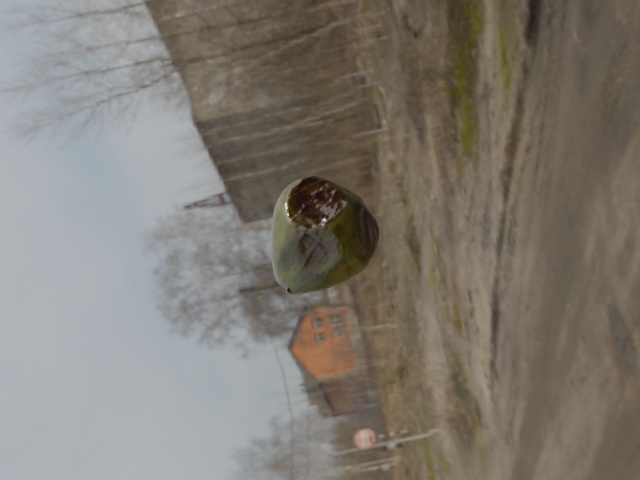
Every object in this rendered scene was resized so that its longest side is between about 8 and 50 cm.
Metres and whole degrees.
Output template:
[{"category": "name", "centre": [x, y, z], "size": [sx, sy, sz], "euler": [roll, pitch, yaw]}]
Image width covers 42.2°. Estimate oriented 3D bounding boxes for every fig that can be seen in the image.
[{"category": "fig", "centre": [0.000, 0.000, 1.155], "size": [0.165, 0.154, 0.144], "euler": [-58, 41, 21]}]
